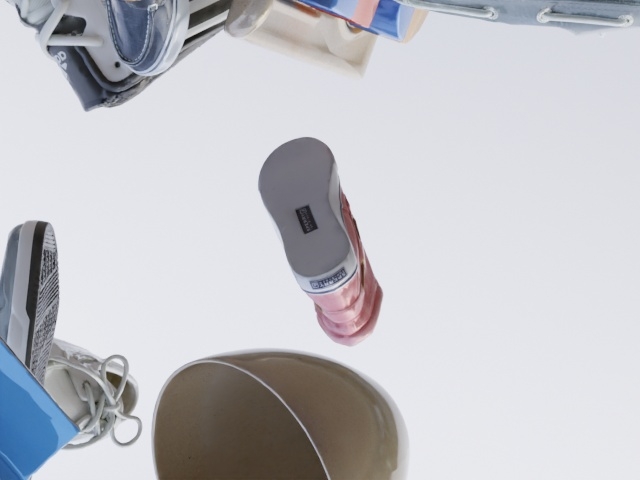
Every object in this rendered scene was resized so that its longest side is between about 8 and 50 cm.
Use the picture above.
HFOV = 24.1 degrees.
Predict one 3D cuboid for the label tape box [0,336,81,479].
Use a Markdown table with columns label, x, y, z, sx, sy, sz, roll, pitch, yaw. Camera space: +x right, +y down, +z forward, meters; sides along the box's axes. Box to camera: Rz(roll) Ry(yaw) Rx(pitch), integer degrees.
| label | x | y | z | sx | sy | sz | roll | pitch | yaw |
| --- | --- | --- | --- | --- | --- | --- | --- | --- | --- |
| label tape box | -0.324 | 0.118 | 0.893 | 0.241 | 0.333 | 0.106 | 49 | -138 | 0 |

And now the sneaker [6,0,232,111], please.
| label | x | y | z | sx | sy | sz | roll | pitch | yaw |
| --- | --- | --- | --- | --- | --- | --- | --- | --- | --- |
| sneaker | -0.272 | -0.243 | 1.336 | 0.447 | 0.258 | 0.169 | -4 | 175 | -13 |

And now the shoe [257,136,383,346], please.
| label | x | y | z | sx | sy | sz | roll | pitch | yaw |
| --- | --- | --- | --- | --- | --- | --- | --- | --- | --- |
| shoe | 0.000 | 0.000 | 1.134 | 0.063 | 0.081 | 0.178 | -21 | -141 | 4 |

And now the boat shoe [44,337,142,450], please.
| label | x | y | z | sx | sy | sz | roll | pitch | yaw |
| --- | --- | --- | --- | --- | --- | --- | --- | --- | --- |
| boat shoe | -0.286 | 0.193 | 1.789 | 0.156 | 0.136 | 0.367 | 15 | 175 | 8 |

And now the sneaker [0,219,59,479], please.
| label | x | y | z | sx | sy | sz | roll | pitch | yaw |
| --- | --- | --- | --- | --- | --- | --- | --- | --- | --- |
| sneaker | -0.364 | 0.116 | 1.494 | 0.178 | 0.296 | 0.124 | 9 | -179 | 2 |

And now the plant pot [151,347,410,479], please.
| label | x | y | z | sx | sy | sz | roll | pitch | yaw |
| --- | --- | --- | --- | --- | --- | --- | --- | --- | --- |
| plant pot | -0.017 | 0.231 | 1.587 | 0.191 | 0.284 | 0.284 | -21 | -130 | -43 |

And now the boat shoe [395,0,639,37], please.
| label | x | y | z | sx | sy | sz | roll | pitch | yaw |
| --- | --- | --- | --- | --- | --- | --- | --- | --- | --- |
| boat shoe | 0.186 | -0.196 | 1.031 | 0.319 | 0.099 | 0.116 | 5 | -121 | -6 |

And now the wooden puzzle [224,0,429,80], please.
| label | x | y | z | sx | sy | sz | roll | pitch | yaw |
| --- | --- | --- | --- | --- | --- | --- | --- | --- | --- |
| wooden puzzle | 0.056 | -0.281 | 1.132 | 0.080 | 0.322 | 0.348 | 21 | -174 | 13 |

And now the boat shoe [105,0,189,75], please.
| label | x | y | z | sx | sy | sz | roll | pitch | yaw |
| --- | --- | --- | --- | --- | --- | --- | --- | --- | --- |
| boat shoe | -0.135 | -0.188 | 1.012 | 0.065 | 0.183 | 0.083 | 27 | -143 | 26 |
